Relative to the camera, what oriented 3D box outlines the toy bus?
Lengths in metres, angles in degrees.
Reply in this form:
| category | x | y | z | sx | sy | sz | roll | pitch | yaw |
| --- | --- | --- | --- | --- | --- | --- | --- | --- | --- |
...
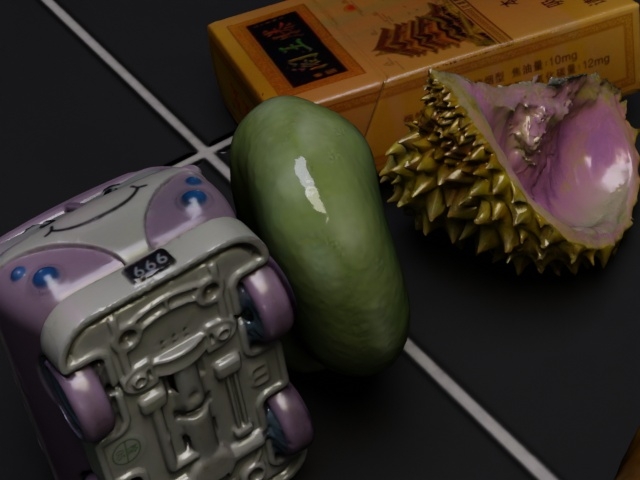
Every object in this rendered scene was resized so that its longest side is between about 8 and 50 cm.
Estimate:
| category | x | y | z | sx | sy | sz | roll | pitch | yaw |
| --- | --- | --- | --- | --- | --- | --- | --- | --- | --- |
| toy bus | -0.100 | 0.062 | 0.799 | 0.142 | 0.202 | 0.142 | -28 | 45 | -20 |

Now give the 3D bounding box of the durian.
| category | x | y | z | sx | sy | sz | roll | pitch | yaw |
| --- | --- | --- | --- | --- | --- | --- | --- | --- | --- |
| durian | 0.130 | -0.050 | 0.932 | 0.165 | 0.132 | 0.182 | 22 | 17 | 7 |

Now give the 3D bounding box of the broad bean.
| category | x | y | z | sx | sy | sz | roll | pitch | yaw |
| --- | --- | --- | --- | --- | --- | --- | --- | --- | --- |
| broad bean | 0.000 | 0.000 | 0.846 | 0.100 | 0.228 | 0.169 | -22 | 89 | -11 |

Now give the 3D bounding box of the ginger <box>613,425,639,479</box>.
| category | x | y | z | sx | sy | sz | roll | pitch | yaw |
| --- | --- | --- | --- | --- | --- | --- | --- | --- | --- |
| ginger | 0.141 | 0.157 | 0.582 | 0.321 | 0.165 | 0.172 | -36 | 62 | -27 |

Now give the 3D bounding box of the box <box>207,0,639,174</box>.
| category | x | y | z | sx | sy | sz | roll | pitch | yaw |
| --- | --- | --- | --- | --- | --- | --- | --- | --- | --- |
| box | 0.073 | -0.134 | 1.052 | 0.274 | 0.076 | 0.174 | -18 | 32 | -11 |
